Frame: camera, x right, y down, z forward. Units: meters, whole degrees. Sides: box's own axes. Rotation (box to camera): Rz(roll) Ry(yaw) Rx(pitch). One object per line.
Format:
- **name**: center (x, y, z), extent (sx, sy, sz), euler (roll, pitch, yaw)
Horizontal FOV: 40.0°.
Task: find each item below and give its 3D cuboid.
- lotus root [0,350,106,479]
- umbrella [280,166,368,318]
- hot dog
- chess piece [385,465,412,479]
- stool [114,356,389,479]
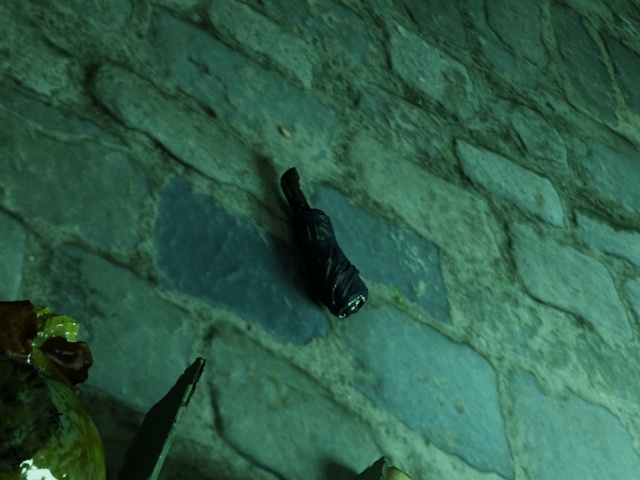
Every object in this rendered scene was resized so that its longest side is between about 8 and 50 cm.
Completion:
- **lotus root**: center (-0.306, 0.222, 0.707), extent (0.250, 0.346, 0.250), euler (20, 42, -19)
- **umbrella**: center (-0.007, 0.002, 1.255), extent (0.071, 0.071, 0.248), euler (-8, 57, -37)
- **hot dog**: center (-0.344, 0.123, 0.910), extent (0.213, 0.103, 0.146), euler (2, 58, -30)
- **chess piece**: center (0.064, 0.333, 1.049), extent (0.066, 0.066, 0.122), euler (42, 49, 0)
- **stool**: center (-0.093, 0.309, 0.893), extent (0.243, 0.170, 0.270), euler (30, 47, -13)
